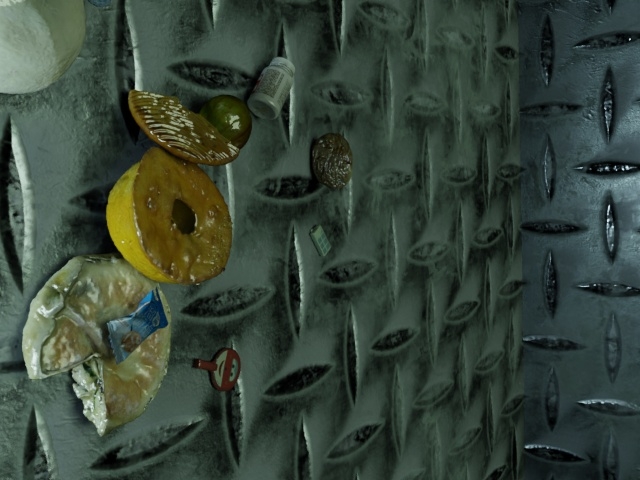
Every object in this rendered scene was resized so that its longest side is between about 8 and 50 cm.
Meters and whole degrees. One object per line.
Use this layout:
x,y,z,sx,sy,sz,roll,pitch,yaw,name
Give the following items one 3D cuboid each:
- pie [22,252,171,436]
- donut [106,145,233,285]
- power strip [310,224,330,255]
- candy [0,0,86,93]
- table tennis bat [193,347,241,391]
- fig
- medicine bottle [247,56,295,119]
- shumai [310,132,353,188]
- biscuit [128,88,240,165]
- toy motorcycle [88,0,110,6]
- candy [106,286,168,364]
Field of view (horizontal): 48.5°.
-0.393,0.181,1.319,0.337,0.075,0.338,10,79,-56,pie
-0.293,-0.036,1.373,0.277,0.108,0.278,36,45,-47,donut
0.000,0.000,1.899,0.040,0.016,0.090,-54,132,-37,power strip
-0.483,-0.364,1.081,0.295,0.185,0.296,11,77,-54,candy
-0.229,0.286,1.597,0.154,0.019,0.098,28,69,-54,table tennis bat
-0.245,-0.220,1.484,0.236,0.124,0.124,-34,119,-36,fig
-0.112,-0.361,1.678,0.079,0.079,0.140,48,54,-44,medicine bottle
0.040,-0.214,1.868,0.139,0.123,0.105,64,31,-13,shumai
-0.263,-0.221,1.393,0.228,0.031,0.176,13,43,-32,biscuit
-0.428,-0.536,1.232,0.255,0.092,0.136,58,38,-25,toy motorcycle
-0.337,0.155,1.309,0.136,0.038,0.088,-41,134,-44,candy
